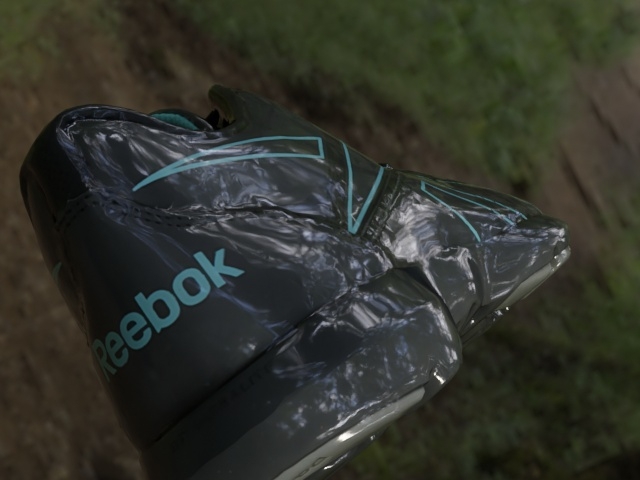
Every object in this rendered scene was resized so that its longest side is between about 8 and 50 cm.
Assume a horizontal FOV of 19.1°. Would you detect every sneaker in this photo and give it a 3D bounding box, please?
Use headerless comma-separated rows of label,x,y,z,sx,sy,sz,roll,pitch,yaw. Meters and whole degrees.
sneaker,0.000,0.000,0.538,0.106,0.101,0.267,50,13,5
